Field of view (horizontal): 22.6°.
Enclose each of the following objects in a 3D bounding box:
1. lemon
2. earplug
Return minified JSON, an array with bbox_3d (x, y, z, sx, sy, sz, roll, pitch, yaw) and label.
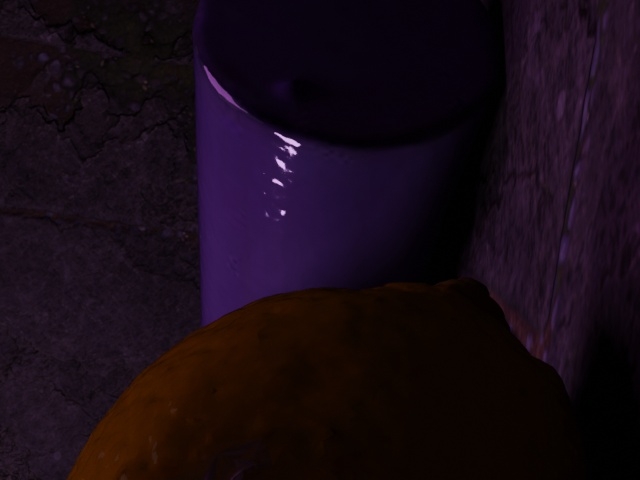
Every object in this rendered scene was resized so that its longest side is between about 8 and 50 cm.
[{"bbox_3d":[0.000,0.151,0.722,0.253,0.253,0.310,117,177,-74],"label":"lemon"},{"bbox_3d":[0.000,0.000,1.259,0.456,0.215,0.215,98,176,-49],"label":"earplug"}]
